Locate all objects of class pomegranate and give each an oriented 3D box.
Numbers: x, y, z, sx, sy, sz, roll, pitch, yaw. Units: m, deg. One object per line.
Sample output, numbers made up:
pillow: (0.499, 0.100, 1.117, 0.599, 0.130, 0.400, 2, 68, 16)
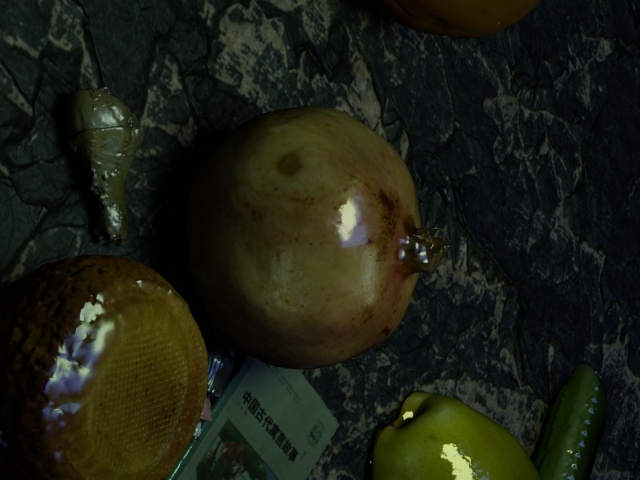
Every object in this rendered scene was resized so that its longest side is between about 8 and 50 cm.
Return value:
pomegranate: (0.000, 0.000, 1.812, 0.338, 0.338, 0.338, -2, 92, -51)

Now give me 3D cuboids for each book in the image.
book: (-0.095, 0.291, 1.936, 0.215, 0.025, 0.282, 56, 52, -34)

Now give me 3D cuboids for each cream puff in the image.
cream puff: (-0.265, 0.154, 1.580, 0.303, 0.212, 0.303, -22, 117, -54)

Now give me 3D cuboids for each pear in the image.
pear: (0.241, 0.423, 2.221, 0.340, 0.191, 0.386, -49, 128, -42)

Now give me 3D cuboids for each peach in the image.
peach: (0.191, -0.464, 2.046, 0.302, 0.343, 0.342, 25, 70, -25)

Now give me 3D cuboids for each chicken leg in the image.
chicken leg: (-0.251, -0.085, 1.704, 0.085, 0.069, 0.198, -23, 116, -47)

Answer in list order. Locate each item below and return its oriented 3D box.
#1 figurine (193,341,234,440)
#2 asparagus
figurine: (-0.146, 0.191, 1.847, 0.072, 0.054, 0.129, 32, 69, -51)
asparagus: (0.418, 0.404, 2.507, 0.128, 0.108, 0.382, 46, 56, -37)
